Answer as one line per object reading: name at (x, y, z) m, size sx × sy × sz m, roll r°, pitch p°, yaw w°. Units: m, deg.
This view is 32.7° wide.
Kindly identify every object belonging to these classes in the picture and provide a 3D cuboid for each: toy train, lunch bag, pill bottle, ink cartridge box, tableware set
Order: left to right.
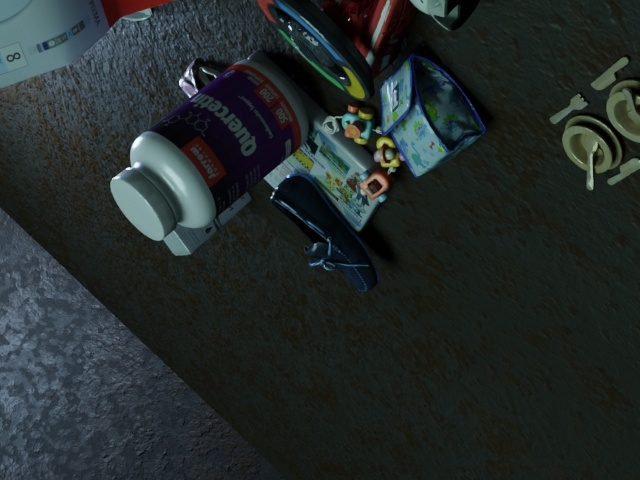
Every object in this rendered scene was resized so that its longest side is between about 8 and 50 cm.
ink cartridge box at (-0.405, -0.435, 1.736) m, size 0.308 × 0.385 × 0.091 m, roll 79°, pitch 167°, yaw -48°
ink cartridge box at (-0.257, -0.082, 2.238) m, size 0.082 × 0.191 × 0.139 m, roll -2°, pitch 127°, yaw 57°
pill bottle at (-0.183, -0.145, 1.792) m, size 0.181 × 0.323 × 0.181 m, roll 36°, pitch 152°, yaw 23°
toy train at (0.070, -0.139, 1.765) m, size 0.125 × 0.046 × 0.166 m, roll -32°, pitch 99°, yaw 40°
lunch bag at (0.149, -0.184, 1.579) m, size 0.151 × 0.096 × 0.129 m, roll 61°, pitch 158°, yaw 5°
tableware set at (0.364, -0.134, 1.366) m, size 0.128 × 0.039 × 0.194 m, roll 47°, pitch 155°, yaw 1°

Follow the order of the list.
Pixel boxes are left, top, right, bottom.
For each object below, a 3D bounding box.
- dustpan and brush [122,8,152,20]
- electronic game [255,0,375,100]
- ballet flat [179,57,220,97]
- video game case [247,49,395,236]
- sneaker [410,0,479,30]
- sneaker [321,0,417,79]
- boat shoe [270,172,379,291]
dustpan and brush at (-0.423, -0.486, 2.065) m, size 0.211 × 0.060 × 0.147 m, roll 24°, pitch 146°, yaw 45°
electronic game at (-0.010, -0.281, 1.539) m, size 0.229 × 0.048 × 0.229 m, roll 43°, pitch 178°, yaw 2°
ballet flat at (-0.189, -0.258, 1.972) m, size 0.221 × 0.077 × 0.079 m, roll 53°, pitch 134°, yaw 37°
video game case at (-0.029, -0.150, 1.966) m, size 0.329 × 0.036 × 0.300 m, roll 45°, pitch 155°, yaw 8°
sneaker at (0.121, -0.397, 1.270) m, size 0.146 × 0.122 × 0.330 m, roll 35°, pitch 152°, yaw 20°
sneaker at (0.056, -0.318, 1.522) m, size 0.128 × 0.087 × 0.221 m, roll 43°, pitch 157°, yaw 9°
boat shoe at (0.000, 0.000, 1.985) m, size 0.258 × 0.089 × 0.109 m, roll 49°, pitch 155°, yaw -4°
